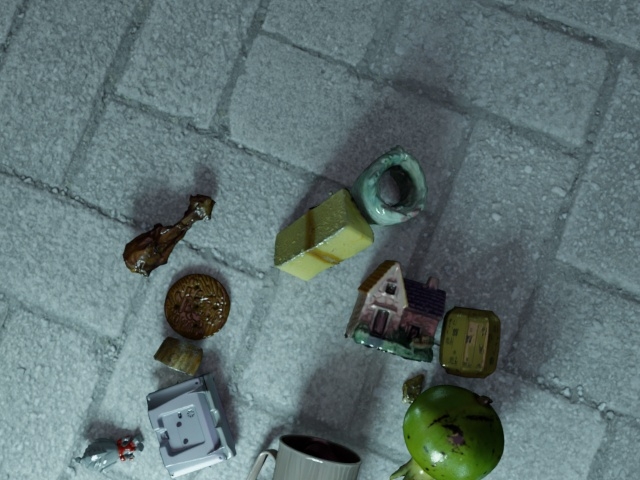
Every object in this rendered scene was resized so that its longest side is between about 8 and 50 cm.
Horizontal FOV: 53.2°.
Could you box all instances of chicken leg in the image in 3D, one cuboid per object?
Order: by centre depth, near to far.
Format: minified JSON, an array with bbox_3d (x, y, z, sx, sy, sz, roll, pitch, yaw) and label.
[{"bbox_3d":[-0.417,-0.019,1.793,0.304,0.093,0.113,-40,104,-11],"label":"chicken leg"}]

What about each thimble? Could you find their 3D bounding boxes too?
[{"bbox_3d":[0.189,-0.144,1.740,0.185,0.149,0.211,9,78,-17],"label":"thimble"}]

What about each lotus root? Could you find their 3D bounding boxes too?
[{"bbox_3d":[-0.388,0.314,1.748,0.122,0.112,0.081,28,74,-29],"label":"lotus root"}]

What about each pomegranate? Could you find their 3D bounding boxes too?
[{"bbox_3d":[0.320,0.530,1.666,0.260,0.260,0.341,40,90,3],"label":"pomegranate"}]

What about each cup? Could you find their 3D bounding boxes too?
[{"bbox_3d":[-0.058,0.656,1.669,0.288,0.208,0.273,13,87,0],"label":"cup"}]

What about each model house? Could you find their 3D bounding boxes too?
[{"bbox_3d":[0.211,0.180,1.707,0.236,0.202,0.237,17,86,2],"label":"model house"}]

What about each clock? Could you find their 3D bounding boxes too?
[{"bbox_3d":[-0.353,0.507,1.744,0.186,0.083,0.253,-19,86,-1],"label":"clock"}]

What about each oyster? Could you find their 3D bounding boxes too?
[{"bbox_3d":[0.255,0.412,1.774,0.051,0.034,0.093,16,81,-6],"label":"oyster"}]

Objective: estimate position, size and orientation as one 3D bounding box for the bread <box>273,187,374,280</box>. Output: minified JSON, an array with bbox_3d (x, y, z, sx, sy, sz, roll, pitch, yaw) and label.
[{"bbox_3d":[0.000,0.000,1.734,0.266,0.142,0.178,-34,98,29],"label":"bread"}]

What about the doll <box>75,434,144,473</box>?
[{"bbox_3d":[-0.575,0.581,1.748,0.180,0.079,0.094,-12,70,-13],"label":"doll"}]

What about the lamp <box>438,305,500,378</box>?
[{"bbox_3d":[0.402,0.275,1.725,0.161,0.161,0.185,6,87,1],"label":"lamp"}]

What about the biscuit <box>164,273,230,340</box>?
[{"bbox_3d":[-0.348,0.187,1.798,0.187,0.027,0.188,0,86,0],"label":"biscuit"}]
